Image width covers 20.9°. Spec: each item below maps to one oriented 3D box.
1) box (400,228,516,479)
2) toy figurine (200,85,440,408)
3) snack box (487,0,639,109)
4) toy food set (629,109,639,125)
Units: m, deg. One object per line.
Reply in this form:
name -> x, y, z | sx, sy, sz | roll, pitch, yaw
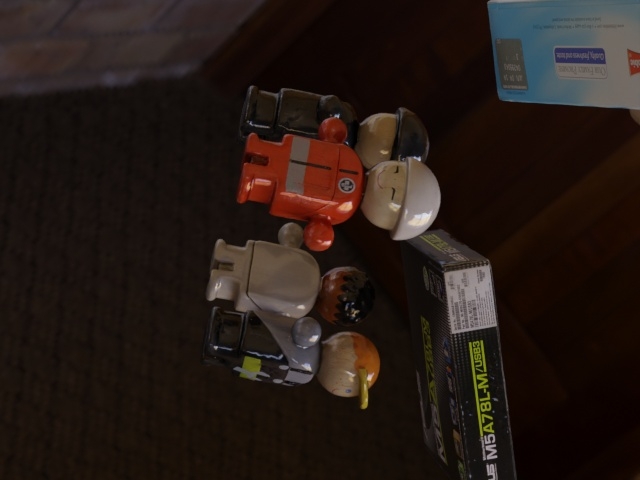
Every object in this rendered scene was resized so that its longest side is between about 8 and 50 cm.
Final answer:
box -> 0.108, 0.095, 1.388 | 0.184, 0.045, 0.190 | -141, -137, -77
toy figurine -> 0.000, 0.000, 1.303 | 0.148, 0.209, 0.213 | 11, 17, -6
snack box -> 0.271, -0.123, 0.894 | 0.322, 0.187, 0.060 | -12, 100, -20
toy food set -> 0.274, -0.101, 1.078 | 0.232, 0.111, 0.104 | -17, 44, -26
